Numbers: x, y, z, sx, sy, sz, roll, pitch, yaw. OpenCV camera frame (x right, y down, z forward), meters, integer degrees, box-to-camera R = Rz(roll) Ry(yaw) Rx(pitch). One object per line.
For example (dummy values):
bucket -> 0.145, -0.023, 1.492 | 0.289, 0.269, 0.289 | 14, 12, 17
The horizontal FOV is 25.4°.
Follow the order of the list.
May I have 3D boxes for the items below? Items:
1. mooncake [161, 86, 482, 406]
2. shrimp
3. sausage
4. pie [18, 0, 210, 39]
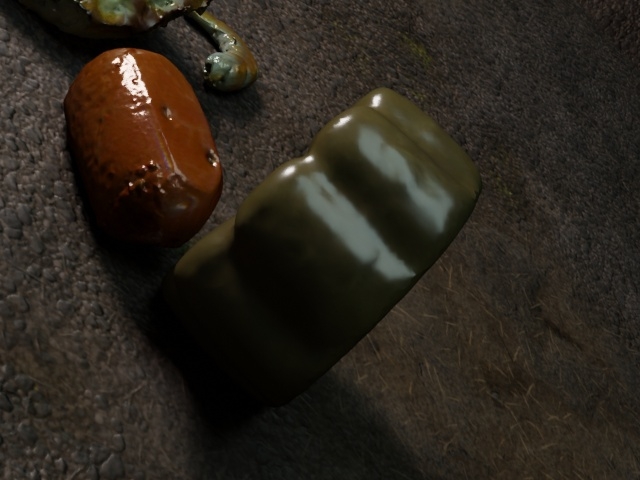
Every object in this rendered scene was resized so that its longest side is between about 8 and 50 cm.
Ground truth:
mooncake -> 0.000, 0.000, 1.605 | 0.201, 0.378, 0.378 | 44, 29, -3
shrimp -> -0.157, -0.286, 2.050 | 0.166, 0.049, 0.161 | 50, 26, 3
sausage -> -0.211, -0.111, 1.664 | 0.153, 0.141, 0.268 | 16, 43, -47
pie -> -0.297, -0.407, 1.858 | 0.354, 0.103, 0.288 | 47, 45, -14
